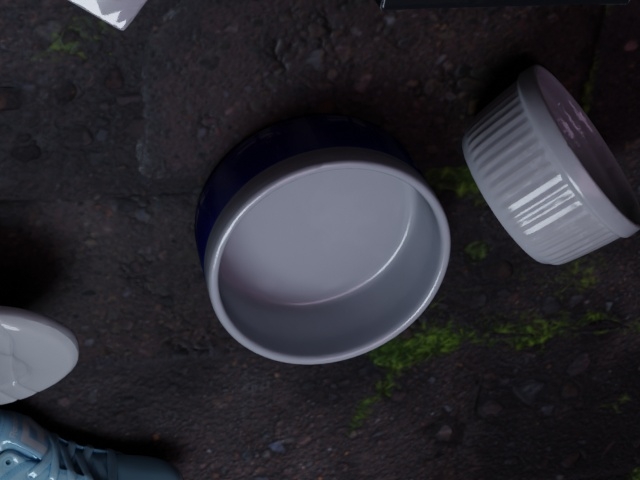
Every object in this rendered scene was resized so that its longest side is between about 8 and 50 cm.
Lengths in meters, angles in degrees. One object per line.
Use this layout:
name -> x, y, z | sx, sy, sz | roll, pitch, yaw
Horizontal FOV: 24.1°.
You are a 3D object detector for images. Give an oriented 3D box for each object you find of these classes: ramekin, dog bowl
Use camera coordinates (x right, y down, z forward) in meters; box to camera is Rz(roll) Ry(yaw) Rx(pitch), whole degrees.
ramekin -> 0.239, -0.072, 1.583 | 0.109, 0.207, 0.207 | -34, 127, 19
dog bowl -> 0.000, 0.000, 1.618 | 0.265, 0.104, 0.265 | -8, 127, -12

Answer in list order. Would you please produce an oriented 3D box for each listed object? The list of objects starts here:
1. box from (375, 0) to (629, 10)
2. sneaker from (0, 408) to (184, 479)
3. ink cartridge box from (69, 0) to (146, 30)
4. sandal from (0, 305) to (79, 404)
box -> 0.179, -0.327, 1.442 | 0.261, 0.103, 0.184 | -3, 128, -14
sneaker -> -0.325, 0.263, 1.687 | 0.366, 0.135, 0.150 | 0, 127, -18
ink cartridge box -> -0.221, -0.324, 1.353 | 0.232, 0.066, 0.189 | 27, 113, -35
sandal -> -0.458, 0.106, 1.551 | 0.416, 0.102, 0.169 | -8, 145, 4
